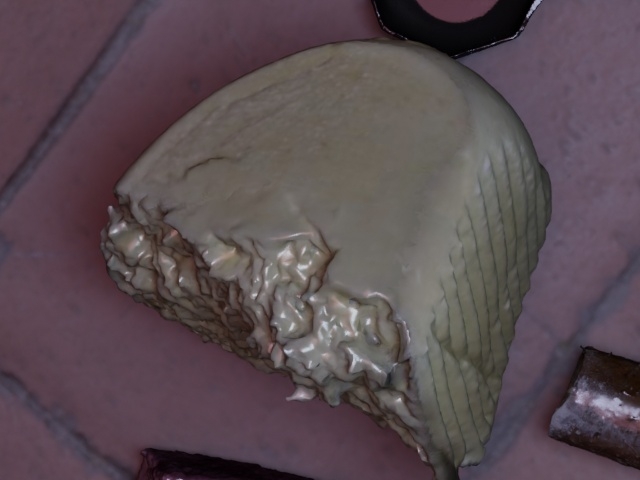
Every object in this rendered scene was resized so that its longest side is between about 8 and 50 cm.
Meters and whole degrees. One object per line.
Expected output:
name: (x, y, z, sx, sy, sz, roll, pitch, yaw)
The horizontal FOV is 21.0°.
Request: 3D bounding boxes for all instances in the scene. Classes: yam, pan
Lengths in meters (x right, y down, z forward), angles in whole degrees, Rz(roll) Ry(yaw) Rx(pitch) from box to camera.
yam: (0.237, 0.126, 1.203, 0.141, 0.079, 0.079, 19, 94, 11)
pan: (0.131, -0.178, 1.232, 0.202, 0.048, 0.128, 28, 96, 10)

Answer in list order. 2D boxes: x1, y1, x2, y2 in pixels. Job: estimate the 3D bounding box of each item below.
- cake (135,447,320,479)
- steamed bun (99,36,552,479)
cake: (-0.014, 0.232, 1.238, 0.295, 0.113, 0.115, 12, 94, 3)
steamed bun: (0.000, 0.000, 1.145, 0.272, 0.290, 0.273, 16, 75, 15)
